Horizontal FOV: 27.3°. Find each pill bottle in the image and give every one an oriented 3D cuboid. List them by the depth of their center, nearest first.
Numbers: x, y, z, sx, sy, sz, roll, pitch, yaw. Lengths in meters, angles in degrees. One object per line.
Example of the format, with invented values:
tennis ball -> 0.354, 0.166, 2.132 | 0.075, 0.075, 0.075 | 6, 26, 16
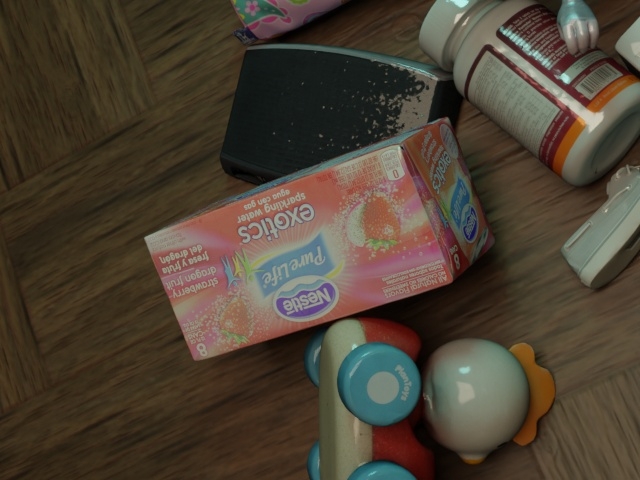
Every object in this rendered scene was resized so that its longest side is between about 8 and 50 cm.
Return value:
pill bottle -> 0.210, -0.163, 1.301 | 0.221, 0.121, 0.121 | 44, 99, 23

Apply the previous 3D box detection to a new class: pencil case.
pencil case -> 0.019, -0.319, 1.402 | 0.284, 0.124, 0.124 | -23, 73, 22

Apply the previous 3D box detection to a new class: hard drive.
hard drive -> 0.016, -0.127, 1.416 | 0.254, 0.054, 0.172 | 13, 87, 24

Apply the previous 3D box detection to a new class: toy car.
toy car -> 0.119, 0.175, 1.273 | 0.237, 0.219, 0.210 | -2, 91, -10

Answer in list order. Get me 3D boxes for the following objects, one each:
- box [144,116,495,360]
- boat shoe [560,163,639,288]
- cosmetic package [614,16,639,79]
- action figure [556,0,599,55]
box -> 0.000, 0.000, 1.310 | 0.300, 0.154, 0.142 | -19, 96, 26
boat shoe -> 0.301, -0.038, 1.269 | 0.063, 0.066, 0.184 | 49, 121, 29
cosmetic package -> 0.402, -0.142, 1.237 | 0.117, 0.085, 0.231 | -49, 66, 10
action figure -> 0.237, -0.348, 1.210 | 0.370, 0.276, 0.248 | -19, 32, -14
